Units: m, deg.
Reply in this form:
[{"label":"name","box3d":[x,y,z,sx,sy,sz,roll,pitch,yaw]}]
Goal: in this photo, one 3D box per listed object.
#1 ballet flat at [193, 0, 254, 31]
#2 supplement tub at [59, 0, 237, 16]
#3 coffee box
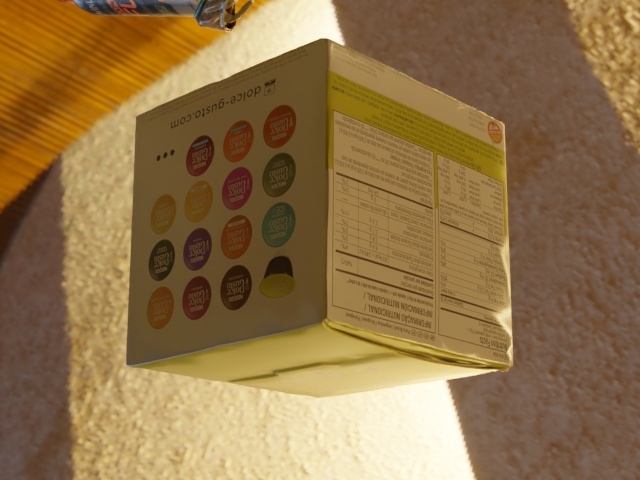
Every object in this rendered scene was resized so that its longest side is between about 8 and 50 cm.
[{"label":"ballet flat","box3d":[-0.113,-0.345,1.583,0.206,0.067,0.073,130,-19,-63]},{"label":"supplement tub","box3d":[-0.319,-0.502,2.120,0.338,0.207,0.207,5,-109,25]},{"label":"coffee box","box3d":[0.000,0.000,1.473,0.338,0.338,0.334,-16,-113,41]}]
